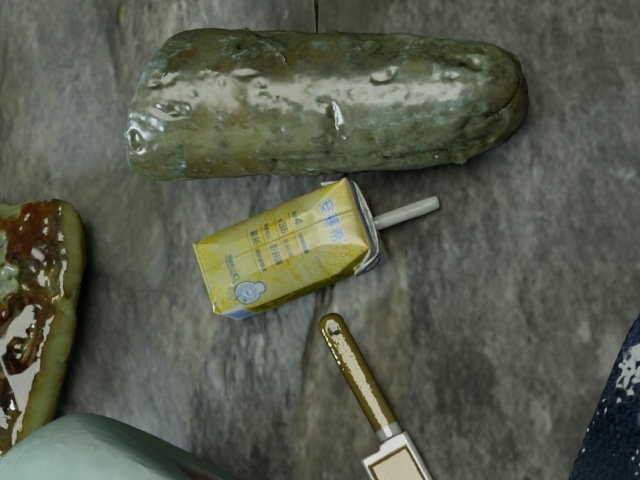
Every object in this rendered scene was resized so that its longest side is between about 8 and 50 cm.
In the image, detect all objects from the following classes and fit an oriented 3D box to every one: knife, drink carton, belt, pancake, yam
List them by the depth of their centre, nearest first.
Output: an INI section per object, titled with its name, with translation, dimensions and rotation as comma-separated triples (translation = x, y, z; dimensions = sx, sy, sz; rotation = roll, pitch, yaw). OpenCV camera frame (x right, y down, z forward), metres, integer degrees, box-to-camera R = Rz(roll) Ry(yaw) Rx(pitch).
[belt]
translation = 0.272, 0.139, 1.014
dimensions = 0.128, 0.122, 0.218
rotation = 25, 90, 31
[knife]
translation = 0.056, 0.175, 1.136
dimensions = 0.046, 0.022, 0.256
rotation = -28, 75, 1
[yam]
translation = 0.005, -0.115, 1.162
dimensions = 0.330, 0.133, 0.133
rotation = 0, 78, 15
[drink carton]
translation = 0.000, 0.000, 1.168
dimensions = 0.200, 0.074, 0.084
rotation = -23, 72, 14
[pancake]
translation = -0.372, 0.140, 1.278
dimensions = 0.305, 0.067, 0.427
rotation = 19, 85, 29

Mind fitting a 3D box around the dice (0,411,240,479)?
[dice]
translation = -0.128, 0.299, 1.035
dimensions = 0.268, 0.264, 0.262
rotation = 28, 85, 21
